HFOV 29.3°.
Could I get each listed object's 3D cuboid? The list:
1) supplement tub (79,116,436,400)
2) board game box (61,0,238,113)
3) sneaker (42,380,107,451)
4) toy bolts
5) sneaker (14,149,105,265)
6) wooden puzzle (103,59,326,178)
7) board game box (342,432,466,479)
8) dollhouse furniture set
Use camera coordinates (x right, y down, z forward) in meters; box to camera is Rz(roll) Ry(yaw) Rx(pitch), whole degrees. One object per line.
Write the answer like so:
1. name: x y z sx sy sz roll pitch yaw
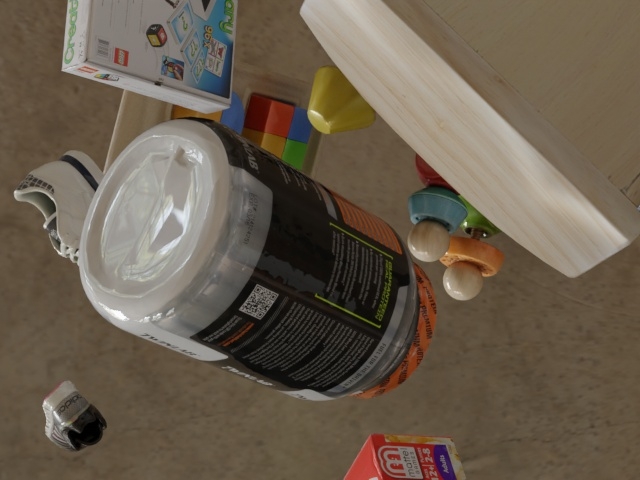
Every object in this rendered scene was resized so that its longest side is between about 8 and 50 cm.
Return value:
1. supplement tub: -0.044 0.032 1.114 0.193 0.316 0.193 -21 56 34
2. board game box: -0.176 -0.309 1.342 0.053 0.193 0.305 -9 73 46
3. sneaker: -0.320 0.250 1.618 0.063 0.170 0.075 -38 69 -23
4. toy bolts: 0.227 -0.014 1.760 0.218 0.228 0.158 -2 64 45
5. sneaker: -0.269 0.004 1.484 0.235 0.095 0.090 48 140 4
6. wooden puzzle: -0.134 -0.089 1.715 0.080 0.348 0.322 21 98 46
7. board game box: 0.037 0.203 0.517 0.193 0.045 0.146 -107 32 -44
8. dollhouse furniture set: 0.110 -0.029 0.567 0.286 0.303 0.198 45 66 2
